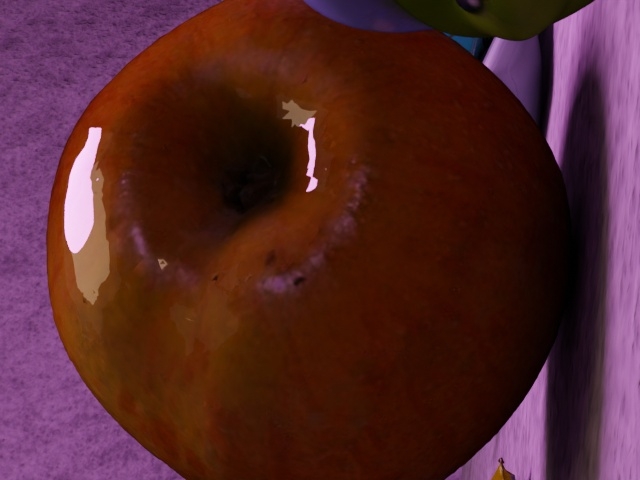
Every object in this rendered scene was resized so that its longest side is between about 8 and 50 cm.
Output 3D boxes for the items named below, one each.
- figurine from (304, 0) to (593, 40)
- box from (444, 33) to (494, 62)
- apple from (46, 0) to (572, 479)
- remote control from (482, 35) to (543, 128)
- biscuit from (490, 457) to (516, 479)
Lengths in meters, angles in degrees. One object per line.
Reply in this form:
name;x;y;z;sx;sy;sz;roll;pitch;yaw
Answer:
figurine;0.047;-0.164;0.458;0.263;0.143;0.162;-86;-11;-63
box;0.120;-0.097;1.051;0.161;0.042;0.226;-14;-62;-66
apple;0.000;0.000;0.684;0.301;0.301;0.301;4;-90;-84
remote control;0.146;-0.046;1.021;0.293;0.051;0.103;86;-156;-46
biscuit;0.139;0.217;0.987;0.292;0.026;0.048;78;178;-70
